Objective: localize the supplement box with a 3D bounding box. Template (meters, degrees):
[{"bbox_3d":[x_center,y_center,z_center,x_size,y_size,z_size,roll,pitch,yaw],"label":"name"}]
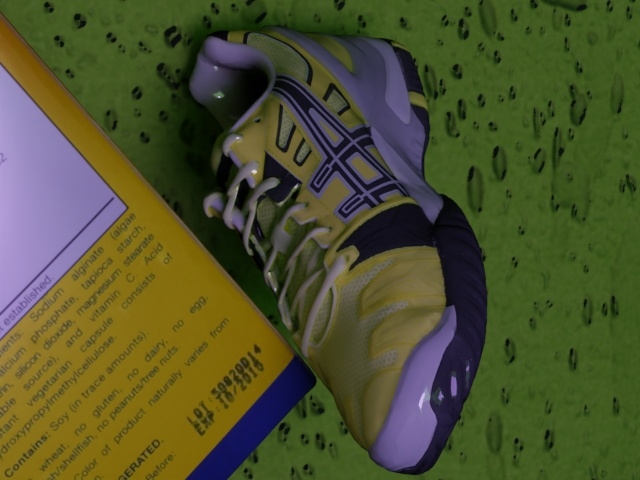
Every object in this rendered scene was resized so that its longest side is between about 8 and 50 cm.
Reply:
[{"bbox_3d":[-0.207,0.017,1.136,0.194,0.195,0.356,-46,117,-15],"label":"supplement box"}]

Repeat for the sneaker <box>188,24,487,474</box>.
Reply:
[{"bbox_3d":[0.000,0.000,1.178,0.147,0.384,0.145,10,124,-19],"label":"sneaker"}]
